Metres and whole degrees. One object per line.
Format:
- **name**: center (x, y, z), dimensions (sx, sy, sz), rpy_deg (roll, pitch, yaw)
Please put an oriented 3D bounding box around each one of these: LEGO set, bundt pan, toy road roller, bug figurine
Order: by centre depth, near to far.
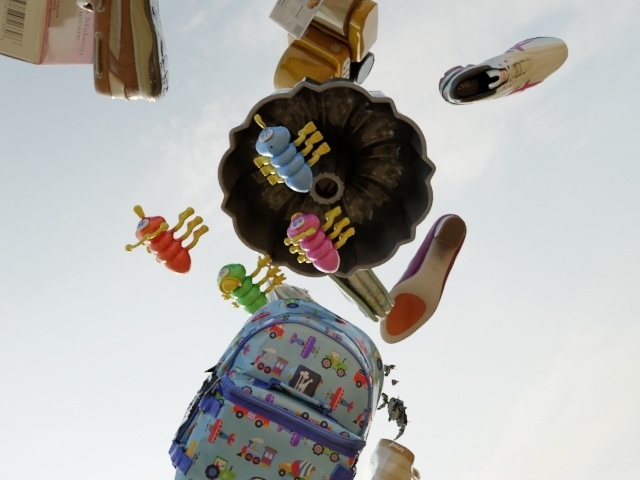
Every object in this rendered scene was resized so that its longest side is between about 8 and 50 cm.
- **LEGO set**: center (0.085, 0.179, 0.703), dimensions (0.023, 0.054, 0.083), rpy_deg (0, -86, -28)
- **bug figurine**: center (-0.087, -0.011, 0.769), dimensions (0.279, 0.072, 0.216), rpy_deg (-34, -65, 17)
- **bundt pan**: center (0.008, -0.109, 0.988), dimensions (0.330, 0.124, 0.331), rpy_deg (0, -58, 0)
- **toy road roller**: center (-0.001, -0.470, 1.552), dimensions (0.241, 0.202, 0.330), rpy_deg (-54, -15, -18)

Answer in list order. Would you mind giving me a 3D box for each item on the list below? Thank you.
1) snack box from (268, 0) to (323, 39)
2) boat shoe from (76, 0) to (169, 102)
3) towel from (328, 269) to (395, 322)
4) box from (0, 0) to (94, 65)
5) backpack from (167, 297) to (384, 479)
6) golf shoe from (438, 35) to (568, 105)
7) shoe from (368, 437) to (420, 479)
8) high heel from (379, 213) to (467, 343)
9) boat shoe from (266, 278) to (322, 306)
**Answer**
- **snack box**: center (-0.017, -0.411, 1.007), dimensions (0.178, 0.064, 0.022), rpy_deg (-48, 9, 43)
- **boat shoe**: center (-0.297, -0.363, 0.910), dimensions (0.119, 0.122, 0.324), rpy_deg (-5, -87, -3)
- **towel**: center (0.000, 0.000, 1.398), dimensions (0.090, 0.320, 0.374), rpy_deg (-40, -45, -2)
- **box**: center (-0.530, -0.431, 1.236), dimensions (0.232, 0.126, 0.149), rpy_deg (-53, -20, -70)
- **backpack**: center (-0.025, 0.141, 0.534), dimensions (0.173, 0.158, 0.117), rpy_deg (-59, -1, -4)
- **golf shoe**: center (0.262, -0.232, 0.885), dimensions (0.186, 0.086, 0.068), rpy_deg (-20, -71, 10)
- **shoe**: center (0.098, 0.335, 0.889), dimensions (0.219, 0.076, 0.058), rpy_deg (73, -143, -58)
- **high heel**: center (0.274, 0.102, 1.652), dimensions (0.377, 0.127, 0.181), rpy_deg (-56, -6, 5)
- **boat shoe**: center (-0.072, 0.182, 1.776), dimensions (0.098, 0.302, 0.109), rpy_deg (-11, -72, -23)
